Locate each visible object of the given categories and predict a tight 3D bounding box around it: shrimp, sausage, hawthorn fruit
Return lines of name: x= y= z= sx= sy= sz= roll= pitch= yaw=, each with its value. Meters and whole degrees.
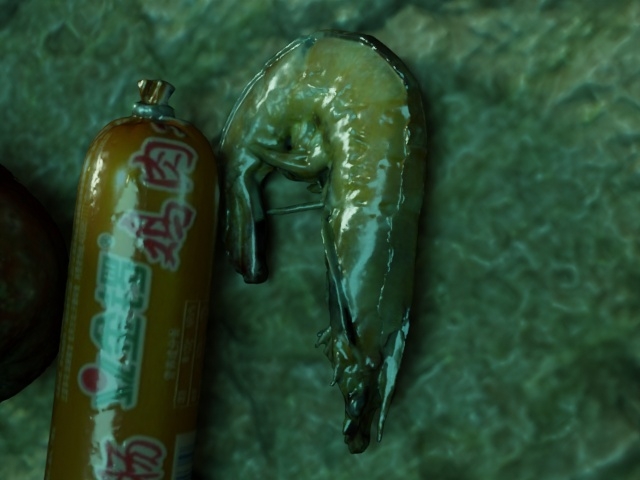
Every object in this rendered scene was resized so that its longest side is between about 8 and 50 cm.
shrimp: x=0.001 y=0.000 z=0.801 sx=0.143 sy=0.052 sz=0.251 roll=-5 pitch=80 yaw=33
sausage: x=-0.114 y=0.058 z=0.820 sx=0.093 sy=0.093 sz=0.312 roll=8 pitch=93 yaw=22
hawthorn fruit: x=-0.257 y=0.002 z=0.851 sx=0.181 sy=0.181 sz=0.235 roll=-35 pitch=60 yaw=18
